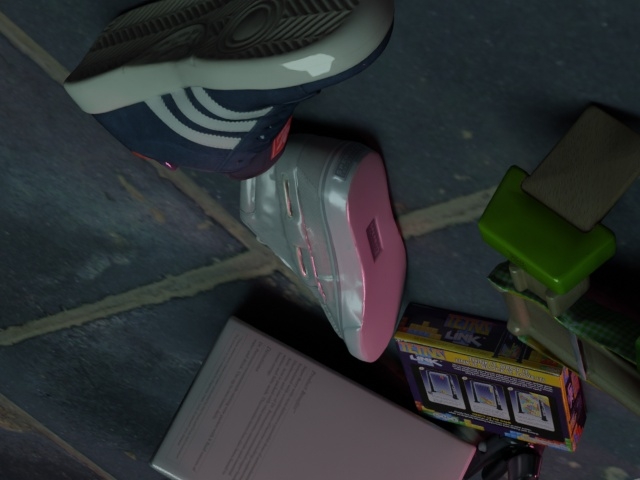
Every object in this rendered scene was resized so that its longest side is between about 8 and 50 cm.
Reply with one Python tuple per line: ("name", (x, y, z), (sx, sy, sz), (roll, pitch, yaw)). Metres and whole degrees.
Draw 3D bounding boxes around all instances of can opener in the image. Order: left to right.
("can opener", (0.189, 0.233, 1.430), (0.059, 0.073, 0.186), (22, 159, -7))

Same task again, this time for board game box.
("board game box", (0.168, 0.135, 1.306), (0.170, 0.048, 0.141), (12, 144, 25))

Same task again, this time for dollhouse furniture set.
("dollhouse furniture set", (0.256, 0.031, 1.070), (0.197, 0.151, 0.301), (37, 172, 23))

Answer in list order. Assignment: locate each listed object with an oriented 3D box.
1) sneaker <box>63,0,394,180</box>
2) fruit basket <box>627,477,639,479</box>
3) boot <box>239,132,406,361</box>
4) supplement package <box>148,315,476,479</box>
("sneaker", (-0.048, -0.119, 1.024), (0.350, 0.131, 0.148), (1, 141, 51))
("fruit basket", (0.371, 0.142, 0.978), (0.327, 0.165, 0.353), (1, 168, -33))
("boot", (0.000, 0.000, 1.208), (0.123, 0.095, 0.258), (18, 140, 26))
("supplement package", (-0.015, 0.232, 1.426), (0.293, 0.177, 0.175), (29, 168, -3))
